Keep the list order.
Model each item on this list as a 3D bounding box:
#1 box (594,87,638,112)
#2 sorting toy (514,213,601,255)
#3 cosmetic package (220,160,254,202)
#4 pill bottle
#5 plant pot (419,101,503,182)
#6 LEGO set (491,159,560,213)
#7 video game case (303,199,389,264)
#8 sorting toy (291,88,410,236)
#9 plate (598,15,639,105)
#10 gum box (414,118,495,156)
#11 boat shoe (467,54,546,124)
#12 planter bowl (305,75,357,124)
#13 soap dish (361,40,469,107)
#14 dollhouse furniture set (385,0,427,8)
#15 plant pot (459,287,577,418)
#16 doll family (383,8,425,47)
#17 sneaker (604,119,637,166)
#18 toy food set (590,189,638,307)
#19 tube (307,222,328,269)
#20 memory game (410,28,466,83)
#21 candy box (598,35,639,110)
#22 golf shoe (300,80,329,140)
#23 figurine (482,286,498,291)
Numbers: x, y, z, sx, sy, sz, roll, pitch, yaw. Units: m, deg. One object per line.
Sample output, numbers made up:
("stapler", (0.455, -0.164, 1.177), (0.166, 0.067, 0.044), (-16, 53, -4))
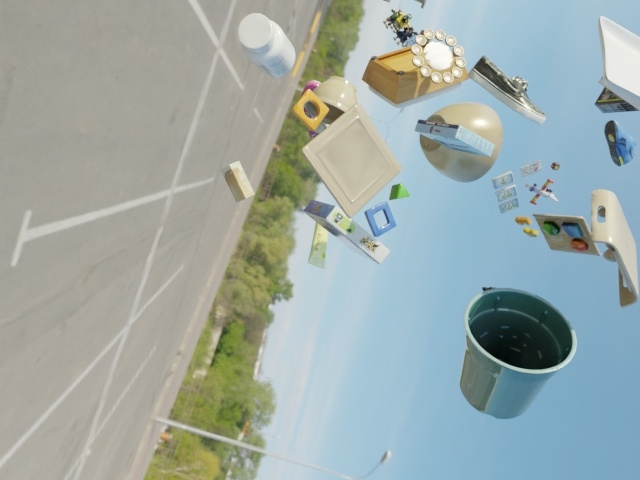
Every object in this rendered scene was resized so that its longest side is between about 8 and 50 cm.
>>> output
("box", (1.107, -0.546, 1.842), (0.216, 0.060, 0.270), (-60, -158, -3))
("sorting toy", (0.937, -0.022, 2.167), (0.041, 0.229, 0.307), (-51, -151, -18))
("cosmetic package", (-0.254, -0.180, 1.661), (0.041, 0.115, 0.060), (-21, -169, 28))
("pill bottle", (-0.164, -0.586, 1.628), (0.229, 0.131, 0.131), (-1, 110, -79))
("plant pot", (0.459, -0.357, 1.889), (0.284, 0.191, 0.284), (-13, -106, 55))
("LEGO set", (0.779, -0.197, 2.018), (0.060, 0.244, 0.182), (-100, 165, -51))
("video game case", (0.082, -0.035, 1.830), (0.061, 0.244, 0.269), (-52, -161, -4))
("sorting toy", (0.064, -0.172, 1.165), (0.196, 0.348, 0.047), (-44, -162, -25))
("plate", (0.884, -0.472, 1.516), (0.045, 0.277, 0.278), (132, -24, -56))
("gum box", (0.396, -0.302, 1.596), (0.157, 0.184, 0.041), (26, -82, 49))
("boat shoe", (0.463, -0.365, 1.311), (0.070, 0.219, 0.078), (-54, 173, 24))
("planter bowl", (0.046, -0.430, 1.653), (0.162, 0.162, 0.109), (150, -37, -80))
("soap dish", (0.318, -0.570, 1.833), (0.229, 0.291, 0.118), (52, -22, 45))
("dollhouse furniture set", (0.385, -1.011, 2.042), (0.174, 0.303, 0.355), (-63, 169, 4))
("plant pot", (0.617, 0.394, 1.792), (0.341, 0.341, 0.334), (-79, 172, -48))
("doll family", (0.355, -0.878, 2.245), (0.111, 0.193, 0.076), (-39, -161, -7))
("sneaker", (1.095, -0.367, 1.969), (0.082, 0.209, 0.069), (-31, -145, 9))
("toy food set", (0.885, 0.025, 1.648), (0.092, 0.306, 0.220), (-14, -143, 38))
("tube", (0.000, 0.000, 2.336), (0.062, 0.070, 0.240), (84, 15, -68))
("memory game", (0.362, -0.565, 1.664), (0.012, 0.186, 0.186), (141, -33, -71))
("candy box", (0.987, -0.513, 1.665), (0.196, 0.165, 0.070), (-44, 166, -22))
("golf shoe", (-0.006, -0.501, 2.065), (0.306, 0.115, 0.140), (77, 22, -55))
("figurine", (0.840, 0.295, 2.425), (0.215, 0.209, 0.092), (-87, -160, -65))
